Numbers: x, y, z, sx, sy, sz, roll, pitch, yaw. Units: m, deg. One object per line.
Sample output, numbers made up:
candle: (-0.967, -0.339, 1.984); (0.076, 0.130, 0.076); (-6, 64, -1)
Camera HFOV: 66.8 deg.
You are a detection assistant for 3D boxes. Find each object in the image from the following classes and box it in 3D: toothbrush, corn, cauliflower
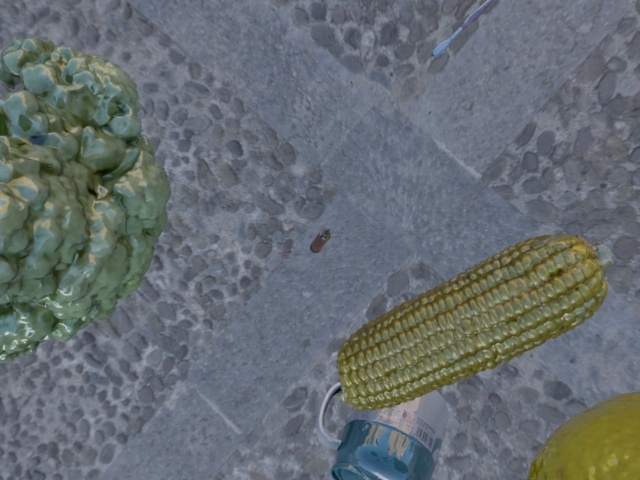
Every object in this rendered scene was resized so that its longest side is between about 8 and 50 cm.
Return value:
toothbrush: (0.237, -0.345, 0.743); (0.193, 0.019, 0.013); (-44, 101, -6)
corn: (0.117, 0.068, 0.392); (0.238, 0.080, 0.080); (-30, 86, 14)
cauliflower: (-0.263, -0.055, 0.425); (0.260, 0.327, 0.281); (-39, 116, -2)

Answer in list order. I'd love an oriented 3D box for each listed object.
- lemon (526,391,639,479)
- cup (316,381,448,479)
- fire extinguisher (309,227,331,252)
lemon: (0.424, 0.374, 0.582); (0.387, 0.350, 0.350); (-29, 85, -30)
cup: (0.132, 0.442, 1.116); (0.289, 0.258, 0.219); (25, 136, 9)
fire extinguisher: (0.000, 0.000, 0.868); (0.022, 0.083, 0.028); (45, 62, 4)
